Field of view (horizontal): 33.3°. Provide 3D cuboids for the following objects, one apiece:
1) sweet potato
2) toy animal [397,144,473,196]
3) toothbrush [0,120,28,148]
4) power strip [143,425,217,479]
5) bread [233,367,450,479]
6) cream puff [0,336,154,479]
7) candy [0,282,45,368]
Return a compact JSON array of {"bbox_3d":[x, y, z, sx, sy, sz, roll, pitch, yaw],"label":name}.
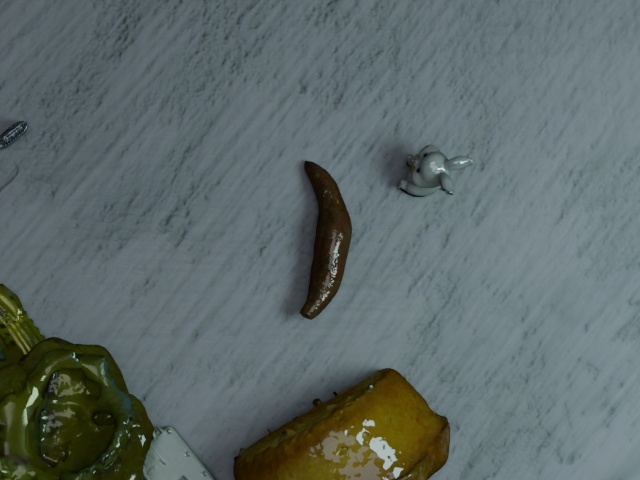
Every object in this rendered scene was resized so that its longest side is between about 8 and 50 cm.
[{"bbox_3d":[0.010,-0.003,1.650,0.078,0.058,0.255,-2,77,14],"label":"sweet potato"},{"bbox_3d":[0.169,-0.103,1.647,0.085,0.124,0.071,35,75,-1],"label":"toy animal"},{"bbox_3d":[-0.569,-0.076,1.617,0.321,0.031,0.023,-41,87,-7],"label":"toothbrush"},{"bbox_3d":[-0.199,0.365,1.583,0.081,0.035,0.192,-39,87,-8],"label":"power strip"},{"bbox_3d":[0.039,0.318,1.541,0.340,0.179,0.194,-29,85,-10],"label":"bread"},{"bbox_3d":[-0.339,0.263,1.463,0.282,0.185,0.282,23,59,-45],"label":"cream puff"},{"bbox_3d":[-0.538,0.198,1.544,0.297,0.081,0.187,-32,85,-22],"label":"candy"}]
